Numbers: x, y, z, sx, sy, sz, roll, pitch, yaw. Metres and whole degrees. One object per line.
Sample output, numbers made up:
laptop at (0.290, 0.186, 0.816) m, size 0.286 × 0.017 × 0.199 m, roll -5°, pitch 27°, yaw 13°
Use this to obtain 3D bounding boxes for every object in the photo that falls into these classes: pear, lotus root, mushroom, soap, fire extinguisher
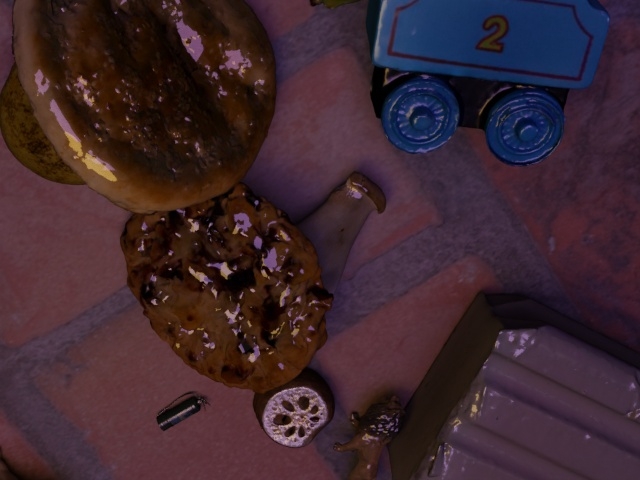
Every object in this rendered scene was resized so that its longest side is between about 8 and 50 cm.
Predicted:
pear at (-0.327, -0.166, 1.281) m, size 0.197 × 0.197 × 0.197 m, roll -1°, pitch 106°, yaw -4°
lotus root at (-0.042, 0.253, 1.480) m, size 0.112 × 0.081 × 0.122 m, roll 44°, pitch 98°, yaw -6°
mushroom at (0.000, 0.000, 1.407) m, size 0.116 × 0.093 × 0.225 m, roll 26°, pitch 93°, yaw -30°
soap at (0.360, 0.307, 1.451) m, size 0.435 × 0.213 × 0.350 m, roll 24°, pitch 100°, yaw -10°
fire extinguisher at (-0.211, 0.258, 1.491) m, size 0.083 × 0.025 × 0.038 m, roll -29°, pitch 83°, yaw 4°

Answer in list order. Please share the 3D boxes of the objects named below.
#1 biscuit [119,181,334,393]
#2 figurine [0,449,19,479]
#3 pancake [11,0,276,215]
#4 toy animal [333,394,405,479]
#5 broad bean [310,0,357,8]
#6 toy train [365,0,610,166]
biscuit at (-0.139, 0.063, 1.361) m, size 0.289 × 0.081 × 0.334 m, roll -37°, pitch 93°, yaw 29°
figurine at (-0.516, 0.405, 1.434) m, size 0.215 × 0.187 × 0.344 m, roll -41°, pitch 99°, yaw 17°
pancake at (-0.208, -0.225, 1.230) m, size 0.386 × 0.082 × 0.387 m, roll 11°, pitch 73°, yaw -39°
toy animal at (0.059, 0.326, 1.501) m, size 0.086 × 0.069 × 0.220 m, roll 32°, pitch 120°, yaw 21°
broad bean at (0.081, -0.367, 1.319) m, size 0.213 × 0.070 × 0.048 m, roll -28°, pitch 82°, yaw 13°
toy train at (0.211, -0.250, 1.275) m, size 0.300 × 0.188 × 0.265 m, roll 5°, pitch 121°, yaw -5°
